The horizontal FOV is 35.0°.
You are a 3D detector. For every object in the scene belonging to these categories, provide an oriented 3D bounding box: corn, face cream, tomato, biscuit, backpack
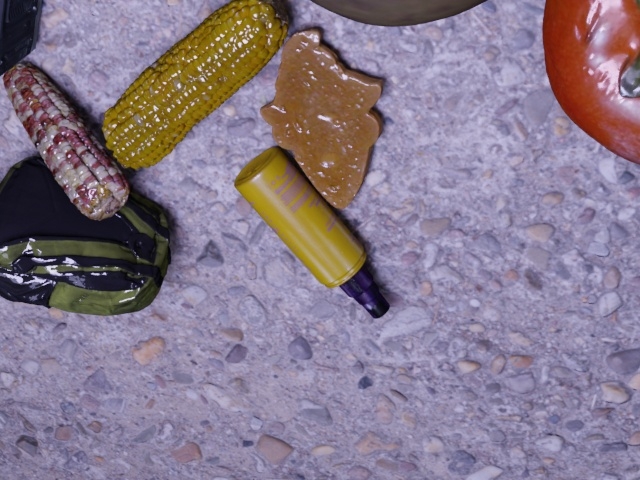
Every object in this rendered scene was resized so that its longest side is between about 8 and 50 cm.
[{"bbox_3d":[-0.331,-0.132,1.314,0.079,0.079,0.237,-45,74,34],"label":"corn"},{"bbox_3d":[-0.153,-0.200,1.249,0.313,0.102,0.102,-35,109,27],"label":"corn"},{"bbox_3d":[0.000,0.000,1.353,0.078,0.078,0.273,-30,112,30],"label":"face cream"},{"bbox_3d":[0.378,-0.234,0.979,0.341,0.273,0.342,12,122,19],"label":"tomato"},{"bbox_3d":[0.006,-0.149,1.276,0.162,0.035,0.250,1,123,20],"label":"biscuit"},{"bbox_3d":[-0.325,-0.001,1.365,0.253,0.207,0.140,16,147,-7],"label":"backpack"}]

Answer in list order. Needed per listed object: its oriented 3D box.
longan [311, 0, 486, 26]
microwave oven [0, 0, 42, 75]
[{"bbox_3d":[0.080,-0.379,0.940,0.360,0.361,0.361,7,125,10],"label":"longan"},{"bbox_3d":[-0.404,-0.311,1.201,0.122,0.162,0.208,19,122,1],"label":"microwave oven"}]
